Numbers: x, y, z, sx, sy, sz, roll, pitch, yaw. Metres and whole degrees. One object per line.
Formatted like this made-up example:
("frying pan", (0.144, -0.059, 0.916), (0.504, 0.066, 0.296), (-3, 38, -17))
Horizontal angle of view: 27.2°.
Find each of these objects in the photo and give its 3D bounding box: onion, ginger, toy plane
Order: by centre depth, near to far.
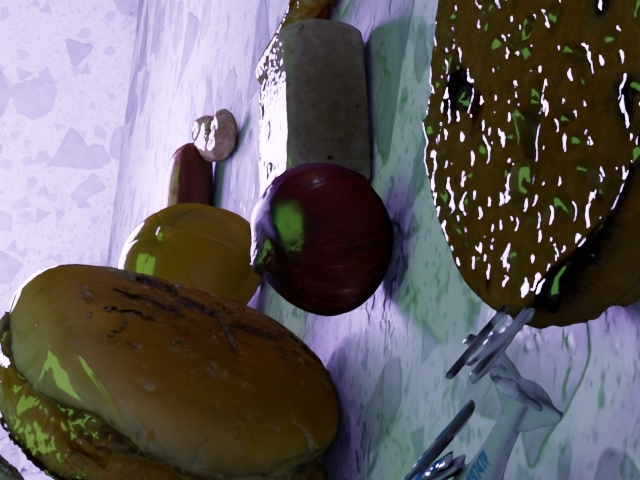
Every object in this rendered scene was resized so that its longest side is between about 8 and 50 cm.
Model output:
("toy plane", (0.090, 0.147, 0.751), (0.182, 0.107, 0.273), (-35, -25, -55))
("onion", (0.000, 0.000, 1.098), (0.131, 0.131, 0.131), (-172, 90, -75))
("ginger", (-0.145, -0.144, 1.845), (0.173, 0.051, 0.070), (-173, 85, -70))

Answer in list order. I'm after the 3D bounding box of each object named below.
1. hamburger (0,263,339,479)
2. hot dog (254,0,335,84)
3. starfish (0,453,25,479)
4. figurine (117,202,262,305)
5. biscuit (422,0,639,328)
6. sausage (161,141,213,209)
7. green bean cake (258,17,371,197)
("hamburger", (-0.130, 0.144, 1.168), (0.174, 0.304, 0.284), (-67, 28, 14))
("hot dog", (-0.025, -0.225, 1.436), (0.066, 0.047, 0.216), (-48, -3, -31))
("starfish", (-0.138, 0.273, 1.077), (0.078, 0.347, 0.358), (-61, 28, -2))
("figurine", (-0.168, 0.067, 1.599), (0.257, 0.167, 0.192), (112, 146, -48))
("biscuit", (0.138, -0.097, 0.720), (0.296, 0.075, 0.296), (-175, 90, -70))
("sausage", (-0.193, -0.046, 1.915), (0.077, 0.077, 0.194), (155, 122, -72))
("green bean cake", (-0.008, -0.108, 1.242), (0.109, 0.085, 0.179), (121, 151, -58))
